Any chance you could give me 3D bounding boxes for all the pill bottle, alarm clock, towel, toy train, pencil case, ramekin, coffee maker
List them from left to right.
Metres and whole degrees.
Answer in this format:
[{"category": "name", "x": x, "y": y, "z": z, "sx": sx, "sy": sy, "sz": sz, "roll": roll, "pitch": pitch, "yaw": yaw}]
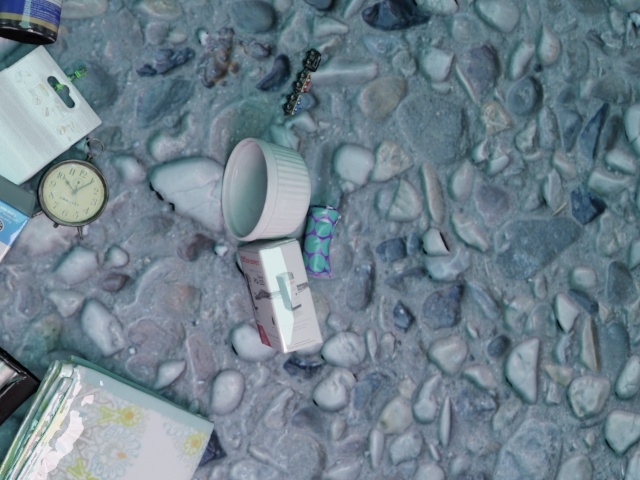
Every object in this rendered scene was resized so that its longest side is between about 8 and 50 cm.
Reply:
[{"category": "coffee maker", "x": -0.609, "y": 0.303, "z": 1.704, "sx": 0.171, "sy": 0.120, "sz": 0.178, "roll": 46, "pitch": 77, "yaw": -18}, {"category": "pill bottle", "x": -0.533, "y": -0.481, "z": 1.703, "sx": 0.123, "sy": 0.123, "sz": 0.219, "roll": 8, "pitch": 88, "yaw": -22}, {"category": "toy train", "x": -0.484, "y": -0.310, "z": 1.782, "sx": 0.083, "sy": 0.024, "sz": 0.017, "roll": -37, "pitch": 105, "yaw": -17}, {"category": "alarm clock", "x": -0.467, "y": -0.108, "z": 1.775, "sx": 0.129, "sy": 0.064, "sz": 0.192, "roll": 27, "pitch": 84, "yaw": -20}, {"category": "towel", "x": -0.413, "y": 0.425, "z": 1.767, "sx": 0.375, "sy": 0.090, "sz": 0.320, "roll": 33, "pitch": 79, "yaw": -32}, {"category": "ramekin", "x": -0.106, "y": -0.098, "z": 1.850, "sx": 0.109, "sy": 0.207, "sz": 0.207, "roll": 5, "pitch": 90, "yaw": -30}, {"category": "toy train", "x": -0.037, "y": -0.332, "z": 1.960, "sx": 0.036, "sy": 0.027, "sz": 0.158, "roll": 28, "pitch": 81, "yaw": -31}, {"category": "pencil case", "x": 0.000, "y": 0.000, "z": 1.965, "sx": 0.070, "sy": 0.064, "sz": 0.151, "roll": 10, "pitch": 89, "yaw": -2}]

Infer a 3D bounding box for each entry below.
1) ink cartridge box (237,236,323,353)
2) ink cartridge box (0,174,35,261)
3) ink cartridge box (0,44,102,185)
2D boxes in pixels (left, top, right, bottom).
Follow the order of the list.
[{"category": "ink cartridge box", "x": -0.084, "y": 0.107, "z": 1.885, "sx": 0.092, "sy": 0.159, "sz": 0.217, "roll": -14, "pitch": 97, "yaw": -20}, {"category": "ink cartridge box", "x": -0.657, "y": 0.000, "z": 1.604, "sx": 0.198, "sy": 0.197, "sz": 0.270, "roll": 33, "pitch": 94, "yaw": -20}, {"category": "ink cartridge box", "x": -0.564, "y": -0.224, "z": 1.743, "sx": 0.232, "sy": 0.066, "sz": 0.189, "roll": -43, "pitch": 106, "yaw": -24}]
